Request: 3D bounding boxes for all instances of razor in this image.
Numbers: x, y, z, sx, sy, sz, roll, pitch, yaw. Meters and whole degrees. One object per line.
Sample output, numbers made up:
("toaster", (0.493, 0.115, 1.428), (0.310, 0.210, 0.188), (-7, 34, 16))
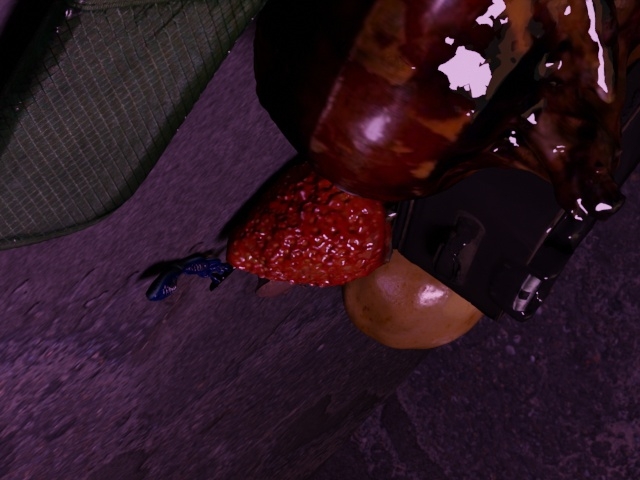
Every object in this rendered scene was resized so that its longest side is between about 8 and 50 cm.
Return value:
("razor", (-0.118, 0.032, 1.411), (0.044, 0.028, 0.154), (-44, 170, 20))

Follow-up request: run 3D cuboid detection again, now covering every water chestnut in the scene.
("water chestnut", (0.108, -0.136, 1.007), (0.300, 0.300, 0.300), (-42, 168, -11))

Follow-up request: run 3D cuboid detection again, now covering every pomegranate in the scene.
("pomegranate", (0.124, 0.036, 1.899), (0.196, 0.196, 0.196), (-42, 168, -11))

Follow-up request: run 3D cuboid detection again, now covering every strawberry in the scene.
("strawberry", (-0.007, -0.019, 1.444), (0.131, 0.148, 0.131), (4, 90, -89))

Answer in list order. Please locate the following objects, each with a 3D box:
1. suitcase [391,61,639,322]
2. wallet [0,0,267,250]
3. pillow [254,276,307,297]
("suitcase", (0.233, -0.139, 1.512), (0.434, 0.194, 0.283), (-53, 170, -19))
("wallet", (-0.128, -0.082, 0.916), (0.160, 0.055, 0.236), (-24, 159, -48))
("pillow", (0.000, 0.000, 1.651), (0.135, 0.049, 0.248), (-45, 172, 10))
